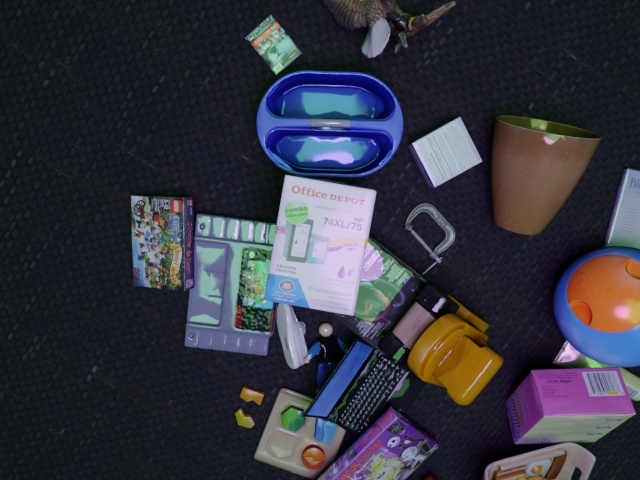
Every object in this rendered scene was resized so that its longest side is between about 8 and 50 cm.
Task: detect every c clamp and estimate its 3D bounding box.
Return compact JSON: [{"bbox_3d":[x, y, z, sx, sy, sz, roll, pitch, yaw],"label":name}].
[{"bbox_3d":[0.277,-0.011,1.390,0.137,0.022,0.160,-37,97,5],"label":"c clamp"}]

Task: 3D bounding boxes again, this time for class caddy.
[{"bbox_3d":[0.022,-0.273,1.273,0.341,0.179,0.241,1,97,0],"label":"caddy"}]

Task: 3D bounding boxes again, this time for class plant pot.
[{"bbox_3d":[0.510,-0.152,1.290,0.237,0.237,0.254,8,113,-2],"label":"plant pot"}]

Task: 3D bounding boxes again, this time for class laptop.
[{"bbox_3d":[0.123,0.405,1.376,0.264,0.136,0.234,35,88,-5],"label":"laptop"}]

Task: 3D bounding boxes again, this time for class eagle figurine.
[{"bbox_3d":[0.123,-0.588,1.231,0.226,0.225,0.298,-39,108,15],"label":"eagle figurine"}]

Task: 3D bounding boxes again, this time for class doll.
[{"bbox_3d":[0.016,0.313,1.419,0.129,0.046,0.189,-3,96,-20],"label":"doll"}]

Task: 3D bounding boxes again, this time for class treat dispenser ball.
[{"bbox_3d":[0.717,0.157,1.285,0.288,0.288,0.288,0,98,0],"label":"treat dispenser ball"}]

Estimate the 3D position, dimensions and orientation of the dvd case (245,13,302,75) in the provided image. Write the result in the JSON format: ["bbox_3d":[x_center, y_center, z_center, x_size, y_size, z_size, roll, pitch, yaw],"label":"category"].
[{"bbox_3d":[-0.116,-0.485,1.324,0.087,0.013,0.119,-40,95,5],"label":"dvd case"}]

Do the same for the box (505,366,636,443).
[{"bbox_3d":[0.613,0.419,1.340,0.213,0.243,0.117,-2,54,0],"label":"box"}]

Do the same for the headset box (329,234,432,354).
[{"bbox_3d":[0.137,0.130,1.365,0.293,0.110,0.218,37,96,-5],"label":"headset box"}]

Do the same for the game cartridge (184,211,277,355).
[{"bbox_3d":[-0.223,0.116,1.388,0.230,0.068,0.355,7,98,3],"label":"game cartridge"}]

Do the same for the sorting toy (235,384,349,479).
[{"bbox_3d":[-0.093,0.520,1.453,0.307,0.041,0.229,21,97,-4],"label":"sorting toy"}]

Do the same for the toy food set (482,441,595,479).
[{"bbox_3d":[0.548,0.655,1.390,0.306,0.092,0.219,-9,125,-12],"label":"toy food set"}]

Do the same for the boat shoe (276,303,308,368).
[{"bbox_3d":[-0.068,0.244,1.408,0.063,0.066,0.184,-15,94,-32],"label":"boat shoe"}]

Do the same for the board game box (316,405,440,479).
[{"bbox_3d":[0.135,0.615,1.426,0.347,0.056,0.208,-47,117,6],"label":"board game box"}]

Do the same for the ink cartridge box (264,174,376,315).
[{"bbox_3d":[0.000,0.000,1.193,0.198,0.197,0.270,9,96,0],"label":"ink cartridge box"}]

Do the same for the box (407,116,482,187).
[{"bbox_3d":[0.309,-0.219,1.336,0.137,0.072,0.126,-29,98,3],"label":"box"}]

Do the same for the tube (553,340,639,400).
[{"bbox_3d":[0.753,0.345,1.432,0.240,0.062,0.070,28,53,1],"label":"tube"}]

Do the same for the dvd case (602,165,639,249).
[{"bbox_3d":[0.849,-0.052,1.390,0.180,0.022,0.253,10,98,-2],"label":"dvd case"}]

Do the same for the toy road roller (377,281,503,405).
[{"bbox_3d":[0.317,0.269,1.263,0.202,0.240,0.329,-52,140,7],"label":"toy road roller"}]

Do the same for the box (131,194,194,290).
[{"bbox_3d":[-0.399,0.004,1.348,0.159,0.044,0.233,4,98,21],"label":"box"}]

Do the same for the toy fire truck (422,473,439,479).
[{"bbox_3d":[0.305,0.784,1.383,0.169,0.254,0.302,-38,101,4],"label":"toy fire truck"}]
